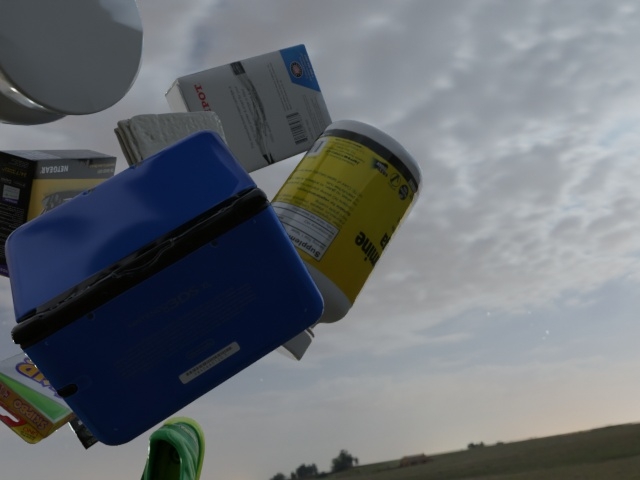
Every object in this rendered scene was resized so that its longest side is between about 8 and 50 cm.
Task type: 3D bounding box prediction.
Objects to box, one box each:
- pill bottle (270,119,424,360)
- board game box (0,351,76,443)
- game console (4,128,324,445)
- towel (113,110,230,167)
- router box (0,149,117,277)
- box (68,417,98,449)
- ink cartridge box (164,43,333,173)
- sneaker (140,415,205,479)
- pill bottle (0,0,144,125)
[{"bbox_3d":[0.000,0.000,0.759,0.188,0.334,0.188,30,-18,11],"label":"pill bottle"},{"bbox_3d":[-0.389,0.206,0.775,0.039,0.124,0.259,-55,-4,12],"label":"board game box"},{"bbox_3d":[-0.187,0.041,0.607,0.293,0.250,0.173,-31,19,-9],"label":"game console"},{"bbox_3d":[-0.286,-0.175,1.064,0.049,0.187,0.282,-18,4,34],"label":"towel"},{"bbox_3d":[-0.574,-0.071,1.106,0.081,0.243,0.309,16,12,3],"label":"router box"},{"bbox_3d":[-0.507,0.367,1.190,0.180,0.147,0.077,-31,-44,-32],"label":"box"},{"bbox_3d":[-0.191,-0.348,1.427,0.395,0.285,0.166,-25,11,-26],"label":"ink cartridge box"},{"bbox_3d":[-0.244,0.438,0.804,0.109,0.296,0.123,-11,-16,12],"label":"sneaker"},{"bbox_3d":[-0.284,-0.178,0.431,0.264,0.153,0.153,14,-11,33],"label":"pill bottle"}]
